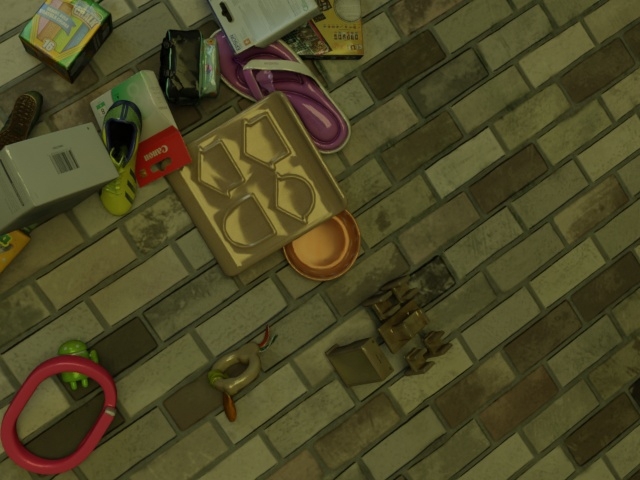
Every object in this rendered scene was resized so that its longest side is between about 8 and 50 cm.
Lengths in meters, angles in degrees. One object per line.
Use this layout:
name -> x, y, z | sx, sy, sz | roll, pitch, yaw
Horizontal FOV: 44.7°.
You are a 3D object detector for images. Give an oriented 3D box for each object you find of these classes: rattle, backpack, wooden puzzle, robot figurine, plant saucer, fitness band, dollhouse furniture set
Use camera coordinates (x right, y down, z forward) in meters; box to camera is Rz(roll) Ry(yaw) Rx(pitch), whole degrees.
rattle -> -0.161, 0.316, 1.857 | 0.199, 0.130, 0.143 | -43, 109, -37
backpack -> -0.303, -0.392, 1.798 | 0.144, 0.188, 0.166 | -2, 90, -18
wooden puzzle -> -0.155, -0.133, 1.847 | 0.348, 0.080, 0.322 | -30, 93, 8
robot figurine -> -0.557, 0.278, 1.768 | 0.101, 0.067, 0.115 | -10, 91, -20
plant saucer -> 0.000, 0.000, 1.922 | 0.200, 0.037, 0.200 | 0, 88, -13
fitness band -> -0.580, 0.389, 1.729 | 0.209, 0.054, 0.291 | 31, 100, -17
dollhouse furniture set -> 0.158, 0.243, 1.919 | 0.242, 0.161, 0.212 | -36, 96, -34

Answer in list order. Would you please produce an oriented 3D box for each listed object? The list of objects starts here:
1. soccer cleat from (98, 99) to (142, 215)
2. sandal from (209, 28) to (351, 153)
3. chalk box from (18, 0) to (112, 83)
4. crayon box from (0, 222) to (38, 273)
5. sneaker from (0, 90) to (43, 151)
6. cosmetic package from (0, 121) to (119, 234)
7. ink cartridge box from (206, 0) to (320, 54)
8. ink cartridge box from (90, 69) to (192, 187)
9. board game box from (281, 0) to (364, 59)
soccer cleat -> -0.454, -0.170, 1.735 | 0.093, 0.121, 0.289 | 8, 121, -11
sandal -> -0.089, -0.368, 1.863 | 0.416, 0.102, 0.169 | 36, 102, -10
chalk box -> -0.562, -0.492, 1.771 | 0.132, 0.132, 0.213 | 34, 80, -9
crayon box -> -0.788, 0.013, 1.699 | 0.203, 0.083, 0.323 | 43, 79, -23
sneaker -> -0.680, -0.258, 1.767 | 0.064, 0.086, 0.192 | 30, 112, -13
cosmetic package -> -0.596, -0.125, 1.656 | 0.224, 0.224, 0.138 | -31, 97, -50
ink cartridge box -> -0.145, -0.569, 1.824 | 0.224, 0.045, 0.223 | -28, 78, 7
ink cartridge box -> -0.413, -0.249, 1.779 | 0.181, 0.056, 0.225 | -21, 91, 32
board game box -> -0.018, -0.535, 1.940 | 0.243, 0.042, 0.165 | -3, 88, -13
